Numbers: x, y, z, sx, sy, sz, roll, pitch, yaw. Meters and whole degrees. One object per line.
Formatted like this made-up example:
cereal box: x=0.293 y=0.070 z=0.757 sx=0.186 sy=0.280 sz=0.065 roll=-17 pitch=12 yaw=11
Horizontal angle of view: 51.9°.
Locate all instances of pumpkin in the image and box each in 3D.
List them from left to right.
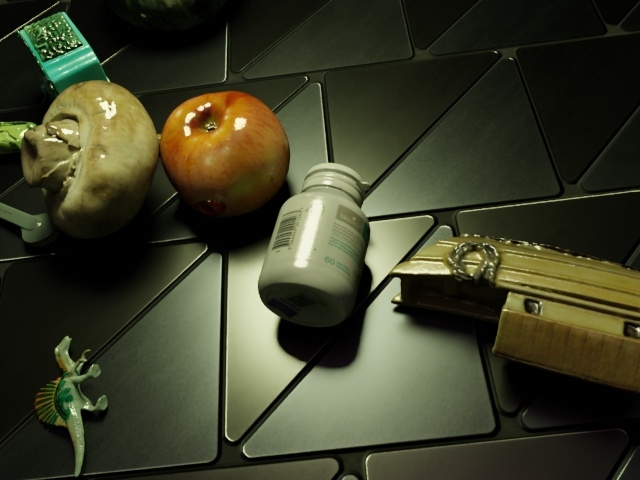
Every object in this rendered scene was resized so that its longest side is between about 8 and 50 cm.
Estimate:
pumpkin: x=-0.304 y=-0.549 z=1.308 sx=0.300 sy=0.207 sz=0.300 roll=-5 pitch=68 yaw=12

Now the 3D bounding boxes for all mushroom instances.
mushroom: x=-0.355 y=-0.125 z=1.003 sx=0.184 sy=0.255 sz=0.255 roll=-9 pitch=48 yaw=-37

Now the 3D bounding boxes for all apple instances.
apple: x=-0.148 y=-0.136 z=1.022 sx=0.209 sy=0.164 sz=0.209 roll=-5 pitch=55 yaw=7

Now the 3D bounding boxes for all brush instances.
brush: x=-0.536 y=-0.049 z=1.100 sx=0.266 sy=0.027 sz=0.062 roll=20 pitch=60 yaw=24

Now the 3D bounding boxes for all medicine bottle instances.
medicine bottle: x=0.000 y=0.000 z=0.927 sx=0.135 sy=0.135 sz=0.215 roll=8 pitch=57 yaw=12

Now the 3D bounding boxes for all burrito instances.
burrito: x=-0.635 y=-0.159 z=1.165 sx=0.288 sy=0.054 sz=0.104 roll=-8 pitch=55 yaw=2

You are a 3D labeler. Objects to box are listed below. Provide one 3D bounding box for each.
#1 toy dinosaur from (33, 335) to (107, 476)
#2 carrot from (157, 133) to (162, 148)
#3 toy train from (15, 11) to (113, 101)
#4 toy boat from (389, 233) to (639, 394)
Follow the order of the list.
toy dinosaur: x=-0.342 y=0.216 z=0.883 sx=0.106 sy=0.044 sz=0.187 roll=-4 pitch=67 yaw=20
carrot: x=-0.334 y=-0.167 z=1.141 sx=0.254 sy=0.049 sz=0.049 roll=-5 pitch=55 yaw=1
toy train: x=-0.450 y=-0.307 z=1.179 sx=0.112 sy=0.163 sz=0.203 roll=-33 pitch=58 yaw=-17
toy boat: x=0.304 y=0.103 z=0.832 sx=0.445 sy=0.136 sz=0.162 roll=15 pitch=54 yaw=22
